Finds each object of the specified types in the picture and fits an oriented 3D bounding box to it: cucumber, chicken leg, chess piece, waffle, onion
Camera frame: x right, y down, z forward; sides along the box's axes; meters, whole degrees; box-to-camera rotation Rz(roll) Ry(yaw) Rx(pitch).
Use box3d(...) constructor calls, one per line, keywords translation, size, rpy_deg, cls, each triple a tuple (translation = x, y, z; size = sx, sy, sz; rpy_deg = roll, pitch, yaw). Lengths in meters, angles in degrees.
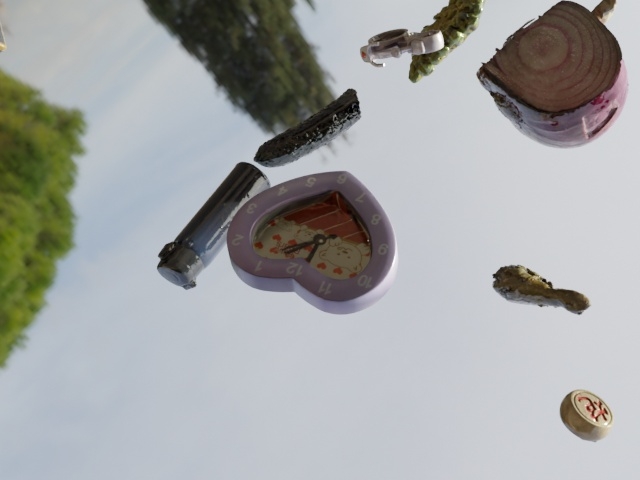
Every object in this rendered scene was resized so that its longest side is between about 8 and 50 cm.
box3d(translation=(-0.016, -0.189, 2.122), size=(0.245, 0.067, 0.067), rpy_deg=(-37, -164, -27), cls="cucumber")
box3d(translation=(0.390, 0.093, 2.125), size=(0.198, 0.085, 0.069), rpy_deg=(18, -115, 36), cls="chicken leg")
box3d(translation=(0.397, 0.261, 1.783), size=(0.038, 0.084, 0.083), rpy_deg=(-58, -174, 33), cls="chess piece")
box3d(translation=(0.257, -0.418, 2.381), size=(0.223, 0.054, 0.204), rpy_deg=(-44, -164, 37), cls="waffle")
box3d(translation=(0.424, -0.280, 2.132), size=(0.272, 0.256, 0.230), rpy_deg=(-16, 158, 5), cls="onion")

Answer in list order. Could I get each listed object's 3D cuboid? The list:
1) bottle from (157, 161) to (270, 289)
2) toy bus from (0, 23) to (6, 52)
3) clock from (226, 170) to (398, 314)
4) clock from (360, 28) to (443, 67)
box3d(translation=(-0.177, -0.027, 1.964), size=(0.072, 0.082, 0.244), rpy_deg=(-16, -147, 54), cls="bottle")
box3d(translation=(-0.665, -0.302, 1.908), size=(0.323, 0.162, 0.194), rpy_deg=(-32, 159, 36), cls="toy bus")
box3d(translation=(0.000, 0.000, 1.377), size=(0.198, 0.064, 0.172), rpy_deg=(17, -121, 16), cls="clock")
box3d(translation=(0.121, -0.290, 1.782), size=(0.129, 0.041, 0.087), rpy_deg=(7, -149, 45), cls="clock")
